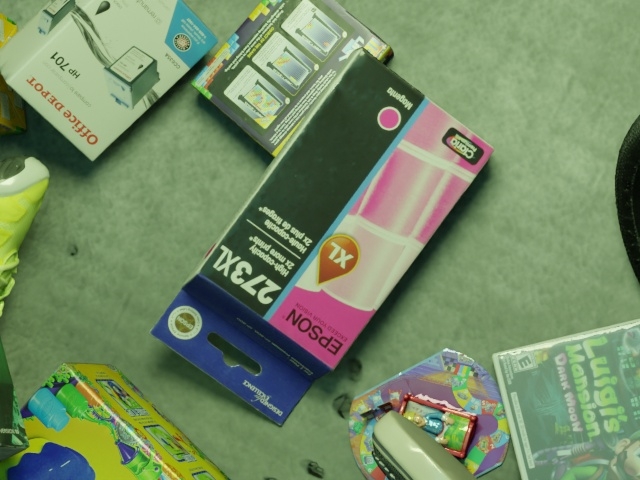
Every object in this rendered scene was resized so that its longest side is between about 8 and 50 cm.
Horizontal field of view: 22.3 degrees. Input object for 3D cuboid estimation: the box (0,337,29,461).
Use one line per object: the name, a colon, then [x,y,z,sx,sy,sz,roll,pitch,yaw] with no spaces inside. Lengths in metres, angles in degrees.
box: [-0.430,0.099,1.614,0.232,0.058,0.322,-26,72,22]

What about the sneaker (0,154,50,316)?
sneaker: [-0.389,0.080,1.727,0.147,0.145,0.385,36,102,4]

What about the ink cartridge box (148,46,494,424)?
ink cartridge box: [0.000,0.000,1.672,0.175,0.069,0.371,36,93,-7]

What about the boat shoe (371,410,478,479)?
boat shoe: [0.134,0.339,1.596,0.158,0.127,0.340,-43,84,7]

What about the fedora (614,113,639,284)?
fedora: [0.440,-0.007,1.553,0.152,0.334,0.334,-24,79,-28]

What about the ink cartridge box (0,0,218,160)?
ink cartridge box: [-0.227,-0.202,1.710,0.190,0.139,0.082,-44,35,2]

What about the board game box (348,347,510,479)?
board game box: [0.111,0.195,1.669,0.168,0.033,0.133,-28,80,6]

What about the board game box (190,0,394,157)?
board game box: [-0.030,-0.183,1.725,0.141,0.048,0.170,42,92,9]

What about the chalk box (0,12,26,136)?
chalk box: [-0.445,-0.173,1.755,0.213,0.132,0.132,-6,84,10]

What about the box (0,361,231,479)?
box: [-0.235,0.322,1.644,0.279,0.177,0.290,42,92,10]

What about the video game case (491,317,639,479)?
video game case: [0.280,0.188,1.645,0.173,0.022,0.190,-14,82,7]
